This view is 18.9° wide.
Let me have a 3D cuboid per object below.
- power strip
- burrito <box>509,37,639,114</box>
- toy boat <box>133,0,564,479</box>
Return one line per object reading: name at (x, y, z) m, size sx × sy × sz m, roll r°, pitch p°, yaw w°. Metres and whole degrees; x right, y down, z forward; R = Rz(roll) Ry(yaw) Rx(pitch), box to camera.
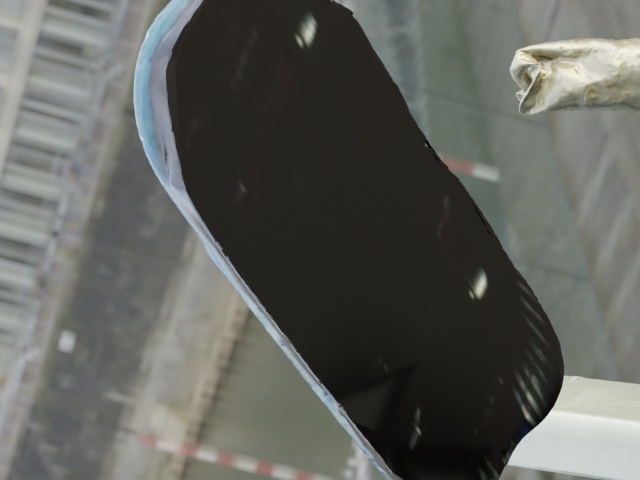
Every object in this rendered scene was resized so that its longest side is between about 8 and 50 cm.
power strip at (0.225, 0.156, 1.611) m, size 0.098 × 0.338 × 0.058 m, roll -25°, pitch -66°, yaw -50°
burrito at (0.289, -0.125, 1.544) m, size 0.082 × 0.275 × 0.059 m, roll 89°, pitch -176°, yaw -46°
toy boat at (0.000, 0.000, 0.962) m, size 0.134 × 0.299 × 0.092 m, roll -46°, pitch 25°, yaw -24°
